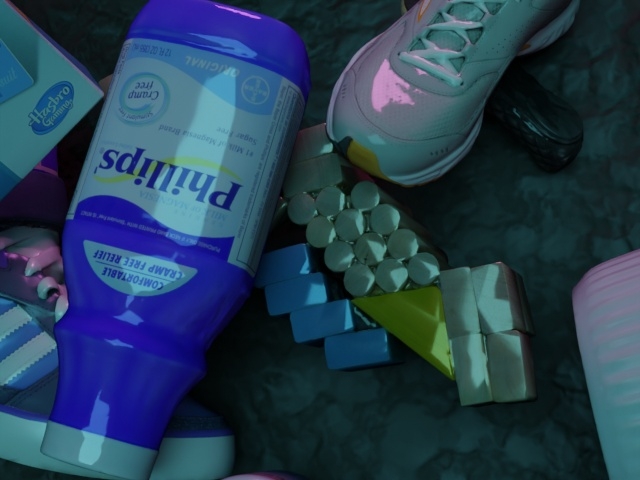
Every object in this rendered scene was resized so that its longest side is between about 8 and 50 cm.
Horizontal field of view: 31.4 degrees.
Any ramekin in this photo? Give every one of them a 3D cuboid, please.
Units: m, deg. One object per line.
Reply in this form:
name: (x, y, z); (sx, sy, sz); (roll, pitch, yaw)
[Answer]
ramekin: (0.222, 0.095, 0.679); (0.109, 0.207, 0.207); (-13, 79, 14)

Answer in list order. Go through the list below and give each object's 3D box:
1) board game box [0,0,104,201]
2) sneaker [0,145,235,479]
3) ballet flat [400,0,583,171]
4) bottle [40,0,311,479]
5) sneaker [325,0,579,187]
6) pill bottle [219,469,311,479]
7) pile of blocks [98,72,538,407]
board game box: (-0.331, -0.110, 0.626); (0.254, 0.079, 0.336); (-46, 119, 0)
sneaker: (-0.191, 0.020, 0.782); (0.322, 0.130, 0.236); (12, 86, 15)
ballet flat: (0.115, -0.114, 0.809); (0.057, 0.049, 0.173); (-31, 69, -29)
bottle: (-0.093, -0.002, 0.684); (0.118, 0.092, 0.283); (15, 80, 9)
sneaker: (0.095, -0.146, 0.720); (0.099, 0.121, 0.262); (33, 56, 10)
pill bottle: (-0.032, 0.189, 0.715); (0.087, 0.160, 0.087); (-1, 80, 8)
pile of blocks: (0.000, 0.000, 0.776); (0.362, 0.112, 0.149); (44, 97, 21)
